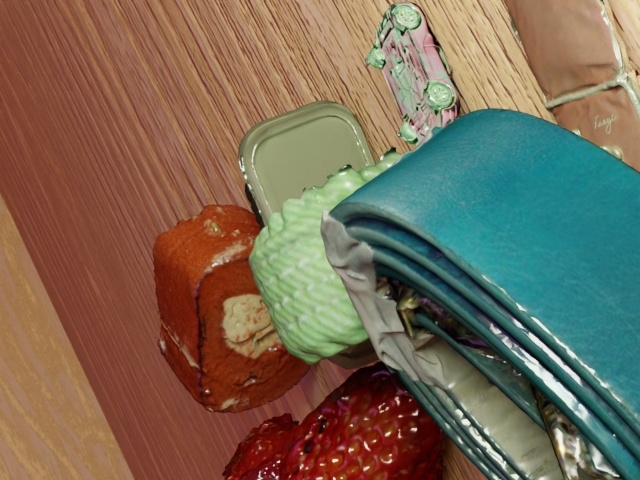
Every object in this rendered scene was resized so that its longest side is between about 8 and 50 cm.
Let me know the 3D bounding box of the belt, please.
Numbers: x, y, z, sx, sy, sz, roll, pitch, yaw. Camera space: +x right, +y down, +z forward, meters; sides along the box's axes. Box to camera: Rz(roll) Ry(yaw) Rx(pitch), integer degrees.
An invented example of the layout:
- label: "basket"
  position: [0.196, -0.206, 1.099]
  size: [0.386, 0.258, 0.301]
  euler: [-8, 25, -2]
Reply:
- label: "belt"
  position: [0.188, 0.094, 0.918]
  size: [0.436, 0.173, 0.300]
  euler: [46, 161, 32]

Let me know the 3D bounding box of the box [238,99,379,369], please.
- label: "box"
  position: [0.000, 0.000, 1.375]
  size: [0.178, 0.138, 0.274]
  euler: [156, 94, -77]

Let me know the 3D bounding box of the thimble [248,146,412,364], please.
- label: "thimble"
  position: [0.042, 0.015, 1.187]
  size: [0.150, 0.219, 0.219]
  euler: [65, 158, 6]

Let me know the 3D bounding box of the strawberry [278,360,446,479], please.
- label: "strawberry"
  position: [0.060, 0.241, 1.436]
  size: [0.205, 0.205, 0.244]
  euler: [51, 133, 35]

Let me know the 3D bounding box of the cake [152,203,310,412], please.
- label: "cake"
  position: [-0.111, 0.090, 1.665]
  size: [0.151, 0.177, 0.283]
  euler: [43, 142, 46]

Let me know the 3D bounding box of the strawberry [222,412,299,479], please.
- label: "strawberry"
  position: [-0.036, 0.371, 1.704]
  size: [0.274, 0.220, 0.274]
  euler: [43, 144, 43]

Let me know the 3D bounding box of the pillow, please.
- label: "pillow"
  position: [0.199, -0.110, 0.935]
  size: [0.233, 0.043, 0.126]
  euler: [67, 161, 0]

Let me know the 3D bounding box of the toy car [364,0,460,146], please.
- label: "toy car"
  position: [0.089, -0.148, 1.136]
  size: [0.069, 0.055, 0.142]
  euler: [-54, 50, 55]
